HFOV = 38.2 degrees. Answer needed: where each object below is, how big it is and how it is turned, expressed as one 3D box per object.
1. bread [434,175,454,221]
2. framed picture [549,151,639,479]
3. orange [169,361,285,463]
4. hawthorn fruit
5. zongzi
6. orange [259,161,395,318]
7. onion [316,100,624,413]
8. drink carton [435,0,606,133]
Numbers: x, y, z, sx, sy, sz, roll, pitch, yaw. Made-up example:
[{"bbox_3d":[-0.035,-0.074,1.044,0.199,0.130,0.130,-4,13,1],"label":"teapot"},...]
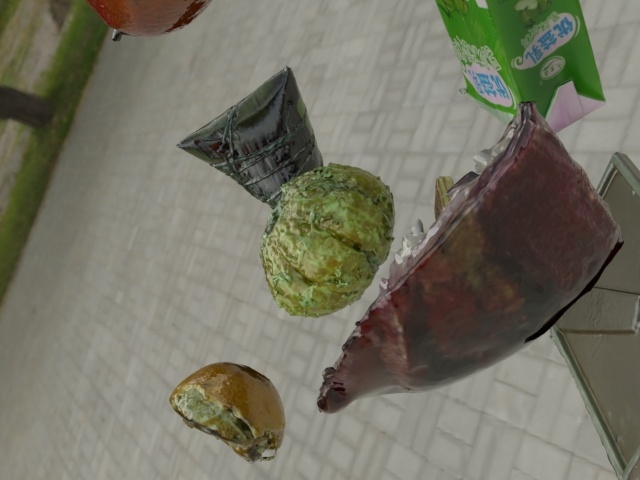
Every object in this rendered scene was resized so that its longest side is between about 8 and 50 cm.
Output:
[{"bbox_3d":[0.228,-0.054,1.667,0.094,0.035,0.090,84,179,-48],"label":"bread"},{"bbox_3d":[0.324,0.071,0.989,0.315,0.024,0.232,-97,22,-60],"label":"framed picture"},{"bbox_3d":[-0.108,0.210,1.161,0.170,0.160,0.112,-18,41,55],"label":"orange"},{"bbox_3d":[-0.307,-0.473,1.567,0.369,0.284,0.285,128,151,-48],"label":"hawthorn fruit"},{"bbox_3d":[-0.083,-0.161,2.192,0.319,0.383,0.362,-36,47,10],"label":"zongzi"},{"bbox_3d":[0.000,0.000,1.716,0.301,0.223,0.300,-64,11,-7],"label":"orange"},{"bbox_3d":[0.123,0.041,0.749,0.280,0.146,0.314,-54,-3,8],"label":"onion"},{"bbox_3d":[0.198,-0.257,1.014,0.108,0.271,0.161,-30,34,-3],"label":"drink carton"}]
